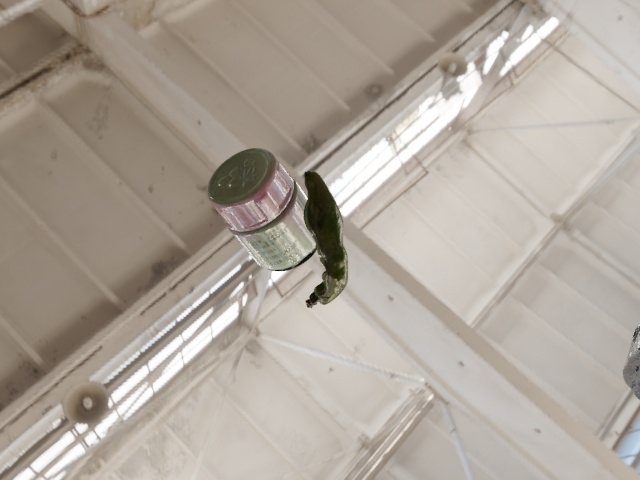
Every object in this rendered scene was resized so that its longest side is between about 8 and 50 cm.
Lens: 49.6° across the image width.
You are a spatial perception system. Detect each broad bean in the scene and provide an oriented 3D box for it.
[{"bbox_3d":[0.008,0.003,0.946,0.061,0.046,0.195,1,-75,4],"label":"broad bean"}]

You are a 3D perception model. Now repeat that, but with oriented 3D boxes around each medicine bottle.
[{"bbox_3d":[-0.086,-0.049,1.100,0.135,0.168,0.135,-16,-134,18],"label":"medicine bottle"}]

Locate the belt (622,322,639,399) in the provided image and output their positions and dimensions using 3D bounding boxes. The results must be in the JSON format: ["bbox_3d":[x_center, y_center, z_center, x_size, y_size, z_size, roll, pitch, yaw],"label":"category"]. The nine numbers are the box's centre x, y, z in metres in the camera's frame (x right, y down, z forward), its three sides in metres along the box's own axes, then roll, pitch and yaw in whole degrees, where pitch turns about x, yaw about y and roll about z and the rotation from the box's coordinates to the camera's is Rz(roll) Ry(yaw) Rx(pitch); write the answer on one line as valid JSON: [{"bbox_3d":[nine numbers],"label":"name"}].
[{"bbox_3d":[0.406,0.141,0.772,0.122,0.218,0.128,25,-105,26],"label":"belt"}]
